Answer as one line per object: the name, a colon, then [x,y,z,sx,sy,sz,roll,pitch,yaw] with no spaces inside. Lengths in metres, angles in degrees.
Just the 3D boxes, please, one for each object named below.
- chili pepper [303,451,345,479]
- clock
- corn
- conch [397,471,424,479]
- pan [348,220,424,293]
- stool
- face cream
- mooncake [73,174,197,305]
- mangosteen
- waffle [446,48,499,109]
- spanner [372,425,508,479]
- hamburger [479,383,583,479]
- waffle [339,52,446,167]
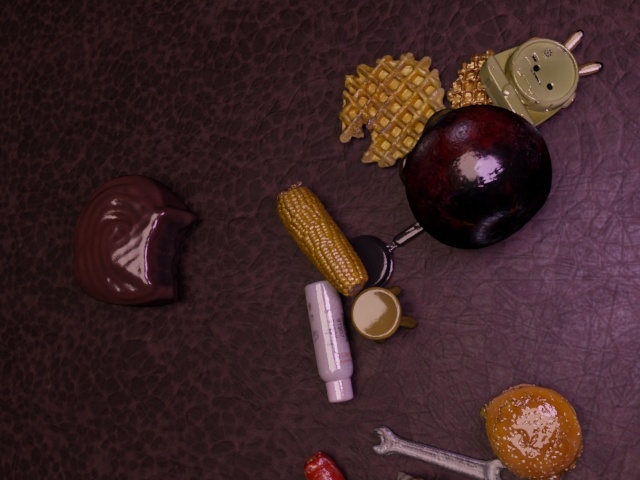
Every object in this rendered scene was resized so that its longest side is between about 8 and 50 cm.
chili pepper: [0.013,0.523,1.480,0.070,0.073,0.123,-25,71,-26]
clock: [0.456,-0.341,1.390,0.232,0.069,0.170,-29,84,-8]
corn: [0.000,0.000,1.524,0.106,0.106,0.305,-41,62,12]
conch: [0.275,0.575,1.308,0.386,0.170,0.203,33,100,38]
pan: [0.136,0.024,1.519,0.235,0.028,0.136,-36,68,14]
stool: [0.134,0.158,1.457,0.135,0.110,0.134,17,88,25]
face cream: [0.024,0.226,1.510,0.082,0.082,0.269,-15,77,20]
mooncake: [-0.467,0.016,1.697,0.326,0.174,0.334,-48,67,7]
mangosteen: [0.300,-0.140,1.336,0.300,0.300,0.300,-3,81,22]
waffle: [0.364,-0.321,1.468,0.191,0.038,0.191,-3,81,21]
spanner: [0.250,0.456,1.418,0.302,0.017,0.071,9,86,23]
hamburger: [0.411,0.375,1.310,0.182,0.118,0.191,-15,81,23]
waffle: [0.164,-0.295,1.540,0.250,0.056,0.261,-2,79,21]
